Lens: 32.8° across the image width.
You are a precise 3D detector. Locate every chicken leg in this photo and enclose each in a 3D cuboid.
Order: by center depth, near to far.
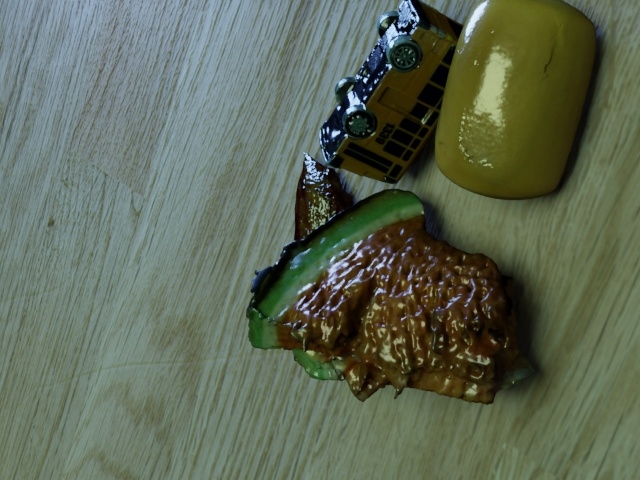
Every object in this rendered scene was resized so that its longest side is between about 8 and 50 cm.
[{"bbox_3d":[0.000,0.000,1.355,0.105,0.063,0.233,-1,83,41],"label":"chicken leg"}]

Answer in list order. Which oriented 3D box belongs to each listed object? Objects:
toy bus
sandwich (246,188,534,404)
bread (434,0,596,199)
[{"bbox_3d":[0.089,-0.166,1.242,0.201,0.114,0.098,-56,23,25],"label":"toy bus"},{"bbox_3d":[0.097,0.091,1.190,0.301,0.250,0.162,28,149,35],"label":"sandwich"},{"bbox_3d":[0.198,-0.150,1.122,0.147,0.098,0.217,12,98,14],"label":"bread"}]
